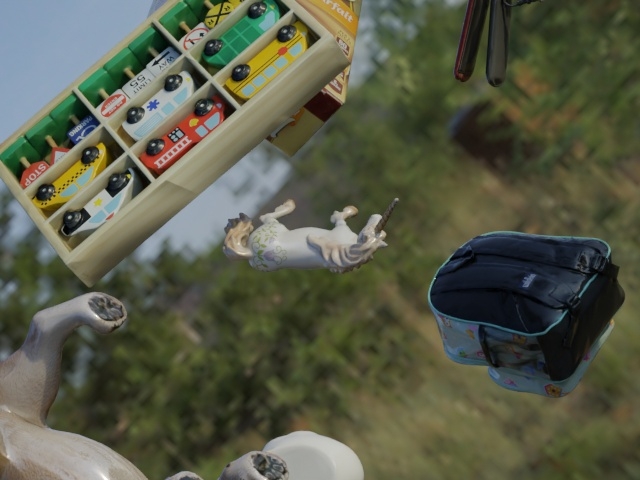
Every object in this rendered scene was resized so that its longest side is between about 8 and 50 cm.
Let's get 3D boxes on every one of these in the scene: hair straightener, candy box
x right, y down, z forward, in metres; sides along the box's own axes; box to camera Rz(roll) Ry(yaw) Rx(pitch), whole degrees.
[{"bbox_3d":[0.208,-0.275,2.084,0.047,0.089,0.230,11,-86,-61],"label":"hair straightener"},{"bbox_3d":[-0.057,-0.234,1.889,0.087,0.183,0.316,-44,19,29],"label":"candy box"}]

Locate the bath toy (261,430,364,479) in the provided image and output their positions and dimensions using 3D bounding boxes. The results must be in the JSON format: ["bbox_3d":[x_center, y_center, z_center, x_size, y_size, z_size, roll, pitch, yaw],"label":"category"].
[{"bbox_3d":[-0.003,0.347,1.737,0.151,0.348,0.129,-10,-16,12],"label":"bath toy"}]

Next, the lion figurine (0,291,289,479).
[{"bbox_3d":[-0.177,0.184,1.381,0.142,0.392,0.240,-20,-30,-50],"label":"lion figurine"}]

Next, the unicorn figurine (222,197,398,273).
[{"bbox_3d":[0.000,0.000,1.519,0.162,0.060,0.111,-15,14,15],"label":"unicorn figurine"}]

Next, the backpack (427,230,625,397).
[{"bbox_3d":[0.217,0.074,2.108,0.166,0.188,0.144,-52,-39,-32],"label":"backpack"}]

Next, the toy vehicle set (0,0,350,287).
[{"bbox_3d":[-0.123,-0.101,1.532,0.267,0.166,0.035,-41,-44,-3],"label":"toy vehicle set"}]
